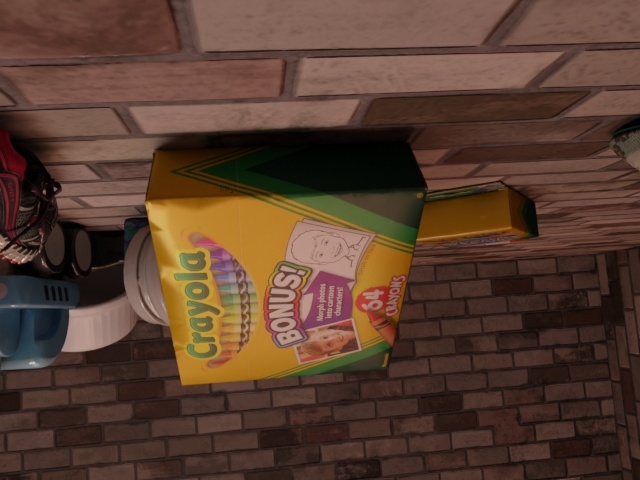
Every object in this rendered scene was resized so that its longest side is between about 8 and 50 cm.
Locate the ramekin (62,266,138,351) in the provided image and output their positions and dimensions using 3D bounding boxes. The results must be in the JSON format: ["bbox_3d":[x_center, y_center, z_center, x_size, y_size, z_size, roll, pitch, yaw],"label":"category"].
[{"bbox_3d":[-0.550,0.132,1.391,0.277,0.135,0.277,6,-152,-3],"label":"ramekin"}]

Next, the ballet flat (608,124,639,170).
[{"bbox_3d":[0.410,-0.112,0.688,0.077,0.079,0.221,-4,174,-11],"label":"ballet flat"}]

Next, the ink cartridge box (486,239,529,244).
[{"bbox_3d":[0.484,-0.024,1.575,0.115,0.063,0.029,-5,176,9],"label":"ink cartridge box"}]

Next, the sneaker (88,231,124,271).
[{"bbox_3d":[-0.461,0.029,1.340,0.227,0.087,0.130,-8,169,-18],"label":"sneaker"}]

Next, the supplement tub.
[{"bbox_3d":[-0.166,0.053,1.086,0.316,0.228,0.228,-4,174,23],"label":"supplement tub"}]

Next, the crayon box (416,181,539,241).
[{"bbox_3d":[0.307,-0.042,1.228,0.203,0.083,0.323,-8,172,29],"label":"crayon box"}]

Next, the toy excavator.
[{"bbox_3d":[-0.555,0.180,1.021,0.222,0.445,0.433,-5,174,-1],"label":"toy excavator"}]

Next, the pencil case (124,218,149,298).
[{"bbox_3d":[-0.346,0.034,1.172,0.064,0.151,0.070,-6,169,8],"label":"pencil case"}]

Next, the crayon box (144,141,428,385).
[{"bbox_3d":[-0.047,0.047,0.814,0.313,0.106,0.363,-4,134,-8],"label":"crayon box"}]

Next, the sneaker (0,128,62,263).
[{"bbox_3d":[-0.344,-0.046,0.677,0.112,0.121,0.299,-34,-174,-9],"label":"sneaker"}]
